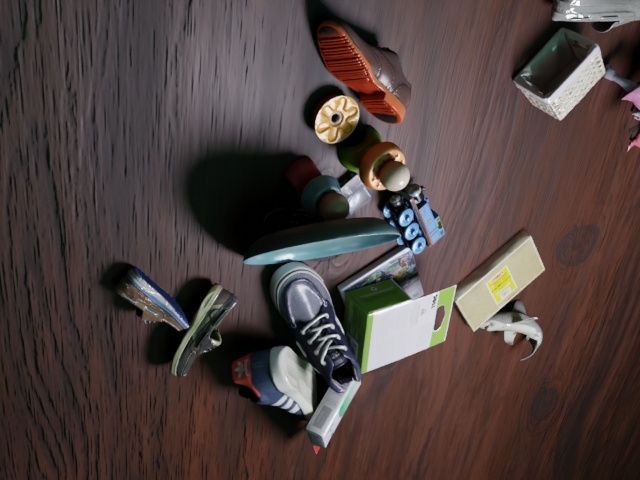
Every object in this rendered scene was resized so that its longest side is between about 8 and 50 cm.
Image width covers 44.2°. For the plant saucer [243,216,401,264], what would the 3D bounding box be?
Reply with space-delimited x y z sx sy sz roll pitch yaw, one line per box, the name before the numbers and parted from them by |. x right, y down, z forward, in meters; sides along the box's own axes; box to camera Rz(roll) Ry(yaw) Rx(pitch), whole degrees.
plant saucer | 0.000 0.000 1.568 0.318 0.317 0.043 -6 82 -32

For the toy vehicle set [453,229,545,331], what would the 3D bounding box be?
toy vehicle set | 0.475 0.110 2.114 0.267 0.035 0.166 -40 135 -4

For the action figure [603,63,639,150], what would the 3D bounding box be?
action figure | 0.842 -0.368 1.877 0.248 0.276 0.370 5 104 -44

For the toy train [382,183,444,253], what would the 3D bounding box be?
toy train | 0.211 -0.051 1.787 0.105 0.080 0.184 -43 134 -14

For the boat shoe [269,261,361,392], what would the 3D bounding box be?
boat shoe | 0.003 0.199 1.757 0.127 0.158 0.340 -34 135 -7

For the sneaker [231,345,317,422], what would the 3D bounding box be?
sneaker | -0.104 0.336 1.832 0.148 0.131 0.350 -10 148 11

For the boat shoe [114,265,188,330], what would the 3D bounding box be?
boat shoe | -0.332 0.125 1.547 0.066 0.066 0.183 -38 125 1

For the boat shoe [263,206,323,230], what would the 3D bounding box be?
boat shoe | -0.054 -0.039 1.634 0.133 0.042 0.049 0 123 -33

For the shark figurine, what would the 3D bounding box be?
shark figurine | 0.574 0.232 2.236 0.166 0.116 0.278 -29 136 35

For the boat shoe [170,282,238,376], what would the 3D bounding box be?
boat shoe | -0.240 0.197 1.633 0.223 0.073 0.080 -63 176 14

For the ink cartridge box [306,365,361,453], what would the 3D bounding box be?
ink cartridge box | 0.039 0.427 1.933 0.181 0.056 0.224 -58 158 -23

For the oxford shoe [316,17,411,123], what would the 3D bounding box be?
oxford shoe | 0.087 -0.338 1.498 0.271 0.097 0.098 44 66 -45

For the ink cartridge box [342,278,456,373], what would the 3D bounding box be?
ink cartridge box | 0.186 0.188 1.896 0.255 0.097 0.188 -16 129 -27

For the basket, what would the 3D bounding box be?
basket | 0.536 -0.368 1.759 0.167 0.113 0.103 -47 139 3

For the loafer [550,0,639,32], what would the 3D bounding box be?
loafer | 0.632 -0.514 1.728 0.319 0.112 0.111 1 126 -26

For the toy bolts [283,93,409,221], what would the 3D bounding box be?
toy bolts | 0.047 -0.145 1.542 0.228 0.158 0.218 -40 135 -4

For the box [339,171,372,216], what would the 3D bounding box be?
box | 0.067 -0.100 1.688 0.067 0.018 0.083 -41 135 -3

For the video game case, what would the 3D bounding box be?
video game case | 0.148 0.120 1.904 0.201 0.023 0.183 -31 134 -11
